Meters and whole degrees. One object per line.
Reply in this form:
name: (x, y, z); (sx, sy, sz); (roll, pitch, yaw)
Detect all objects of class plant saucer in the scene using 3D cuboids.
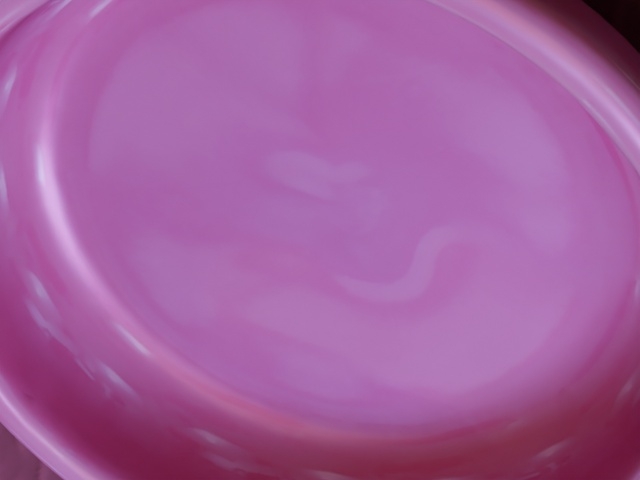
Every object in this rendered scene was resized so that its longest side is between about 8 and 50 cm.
plant saucer: (0.000, 0.000, 0.774); (0.332, 0.084, 0.332); (10, 130, 12)
